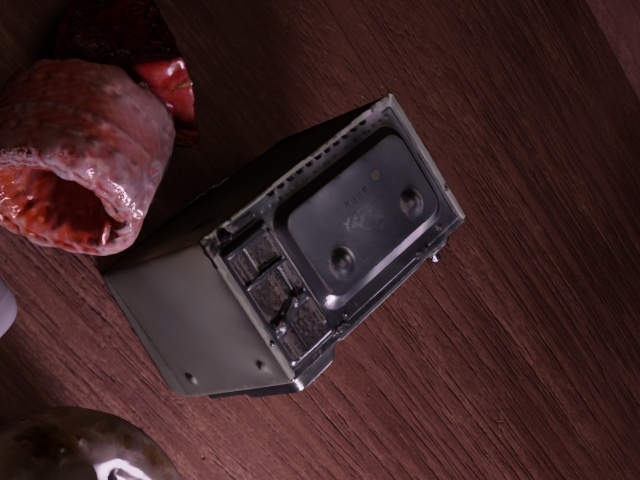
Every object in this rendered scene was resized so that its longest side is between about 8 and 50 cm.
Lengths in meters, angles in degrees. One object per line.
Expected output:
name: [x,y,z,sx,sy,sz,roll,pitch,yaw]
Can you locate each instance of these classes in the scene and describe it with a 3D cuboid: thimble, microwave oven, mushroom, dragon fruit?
thimble: [-0.304,-0.103,1.414,0.239,0.239,0.162,43,48,-35]
microwave oven: [-0.046,0.022,1.604,0.394,0.333,0.247,-40,105,-35]
mushroom: [-0.268,0.367,1.290,0.362,0.295,0.362,20,63,-48]
dragon fruit: [-0.265,-0.207,1.549,0.317,0.152,0.205,-122,-164,-52]

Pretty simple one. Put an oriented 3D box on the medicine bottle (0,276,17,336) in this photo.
medicine bottle: [-0.451,0.031,1.284,0.215,0.135,0.135,58,43,-22]
